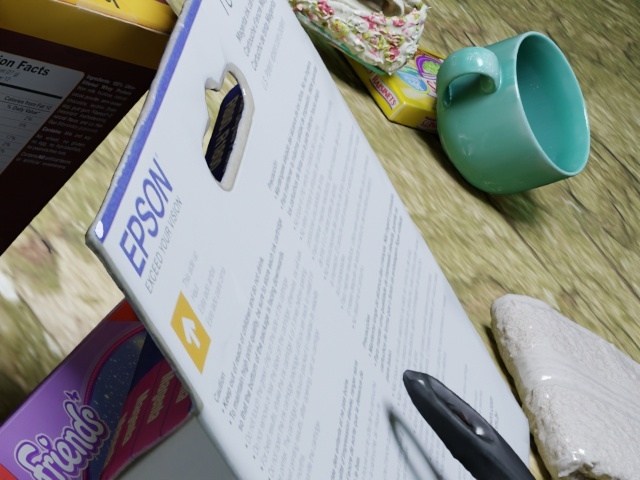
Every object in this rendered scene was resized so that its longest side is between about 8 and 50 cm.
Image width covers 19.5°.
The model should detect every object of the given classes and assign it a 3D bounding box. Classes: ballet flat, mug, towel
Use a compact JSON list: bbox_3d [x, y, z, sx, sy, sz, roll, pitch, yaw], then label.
[{"bbox_3d":[-0.012,-0.220,1.534,0.241,0.077,0.091,25,31,-25],"label":"ballet flat"},{"bbox_3d":[0.153,-0.115,1.605,0.157,0.097,0.129,58,36,-21],"label":"mug"},{"bbox_3d":[0.249,0.159,1.379,0.282,0.049,0.187,31,24,-30],"label":"towel"}]

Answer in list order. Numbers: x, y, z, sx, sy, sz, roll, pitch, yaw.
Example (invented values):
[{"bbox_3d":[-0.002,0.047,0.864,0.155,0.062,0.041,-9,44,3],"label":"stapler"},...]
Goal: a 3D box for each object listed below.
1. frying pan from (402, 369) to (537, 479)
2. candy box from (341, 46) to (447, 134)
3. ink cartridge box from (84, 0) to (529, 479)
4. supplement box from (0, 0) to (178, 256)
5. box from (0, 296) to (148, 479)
[{"bbox_3d":[0.144,0.189,0.852,0.326,0.053,0.197,31,25,-50],"label":"frying pan"},{"bbox_3d":[0.097,-0.136,1.684,0.206,0.027,0.105,10,43,-55],"label":"candy box"},{"bbox_3d":[-0.005,0.059,0.794,0.330,0.071,0.324,58,20,-22],"label":"ink cartridge box"},{"bbox_3d":[-0.200,-0.099,0.832,0.129,0.194,0.191,10,39,-56],"label":"supplement box"},{"bbox_3d":[-0.059,0.138,0.837,0.201,0.057,0.293,45,21,-3],"label":"box"}]
